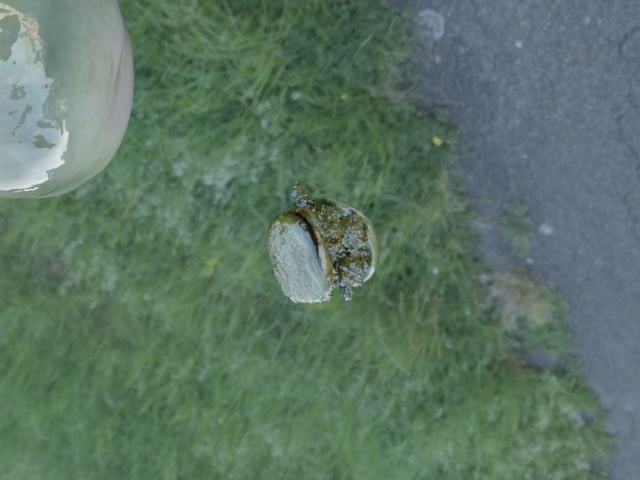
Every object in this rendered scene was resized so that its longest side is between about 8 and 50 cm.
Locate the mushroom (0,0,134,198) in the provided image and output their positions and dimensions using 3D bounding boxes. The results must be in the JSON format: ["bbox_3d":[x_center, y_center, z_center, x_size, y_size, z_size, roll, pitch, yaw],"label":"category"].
[{"bbox_3d":[-0.296,-0.158,0.729,0.234,0.254,0.260,9,129,-3],"label":"mushroom"}]

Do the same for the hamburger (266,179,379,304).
[{"bbox_3d":[0.000,0.000,1.149,0.159,0.131,0.185,-12,102,57],"label":"hamburger"}]
